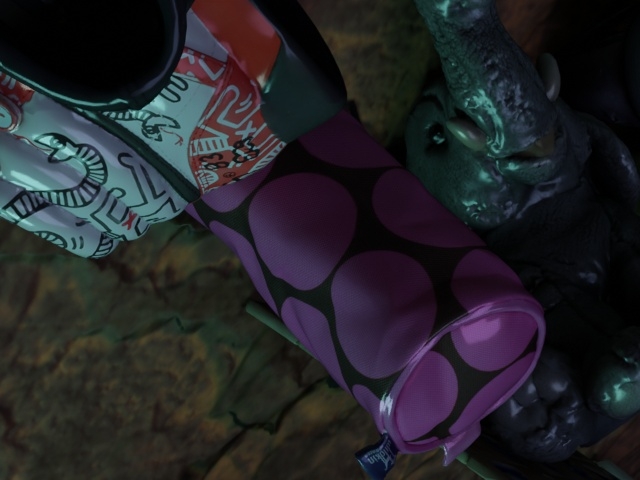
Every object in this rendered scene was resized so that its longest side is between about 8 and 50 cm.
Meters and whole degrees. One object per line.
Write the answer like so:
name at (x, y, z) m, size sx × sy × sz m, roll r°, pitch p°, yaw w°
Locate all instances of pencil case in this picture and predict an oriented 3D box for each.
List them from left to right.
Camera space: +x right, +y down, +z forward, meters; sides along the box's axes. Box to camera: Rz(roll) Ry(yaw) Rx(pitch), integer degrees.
pencil case at (0.000, 0.000, 0.842) m, size 0.095 × 0.209 × 0.098 m, roll -34°, pitch 147°, yaw -11°

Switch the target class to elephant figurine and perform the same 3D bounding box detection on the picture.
elephant figurine at (0.102, -0.018, 1.005) m, size 0.186 × 0.239 × 0.169 m, roll -41°, pitch 168°, yaw 30°

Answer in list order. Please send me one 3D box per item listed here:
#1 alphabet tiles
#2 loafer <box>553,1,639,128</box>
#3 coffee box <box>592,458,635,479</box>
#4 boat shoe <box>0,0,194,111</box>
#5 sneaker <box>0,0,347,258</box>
alphabet tiles at (0.097, 0.105, 1.008) m, size 0.198 × 0.237 × 0.009 m, roll 22°, pitch 99°, yaw -53°
loafer at (0.247, -0.130, 1.118) m, size 0.302 × 0.095 × 0.109 m, roll -23°, pitch 105°, yaw -40°
coffee box at (0.209, 0.425, 1.320) m, size 0.337 × 0.334 × 0.338 m, roll -40°, pitch 140°, yaw -14°
boat shoe at (-0.147, -0.158, 0.549) m, size 0.127 × 0.113 × 0.340 m, roll -31°, pitch 124°, yaw 8°
sneaker at (-0.118, -0.099, 0.727) m, size 0.145 × 0.090 × 0.270 m, roll -34°, pitch 129°, yaw 12°
